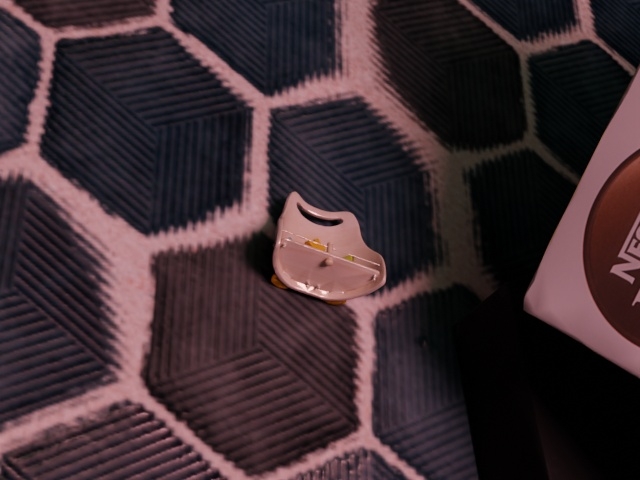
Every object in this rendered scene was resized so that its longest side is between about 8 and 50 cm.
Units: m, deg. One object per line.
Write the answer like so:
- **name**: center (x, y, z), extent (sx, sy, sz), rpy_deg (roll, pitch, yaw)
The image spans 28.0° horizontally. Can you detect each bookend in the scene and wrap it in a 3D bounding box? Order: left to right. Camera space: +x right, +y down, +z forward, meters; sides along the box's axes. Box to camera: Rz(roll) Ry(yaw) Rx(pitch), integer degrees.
- **bookend**: center (0.189, 0.123, 0.915), extent (0.156, 0.072, 0.157), rpy_deg (9, 56, -28)

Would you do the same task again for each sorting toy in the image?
- **sorting toy**: center (0.000, 0.000, 0.904), extent (0.083, 0.045, 0.075), rpy_deg (20, 45, -18)

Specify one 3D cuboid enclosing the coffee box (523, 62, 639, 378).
- **coffee box**: center (0.398, -0.014, 0.817), extent (0.334, 0.337, 0.338), rpy_deg (32, 12, 37)
